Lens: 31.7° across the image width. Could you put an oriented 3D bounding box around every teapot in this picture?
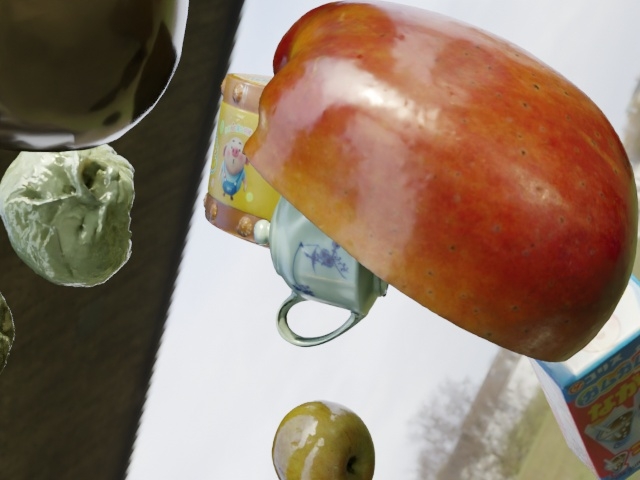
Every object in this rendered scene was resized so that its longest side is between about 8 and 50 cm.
[{"bbox_3d":[0.000,0.000,1.190,0.159,0.159,0.231,-19,-67,-67],"label":"teapot"}]

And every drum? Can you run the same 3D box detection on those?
[{"bbox_3d":[0.048,-0.103,1.607,0.431,0.431,0.214,-18,-60,-68],"label":"drum"}]

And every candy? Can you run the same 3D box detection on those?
[{"bbox_3d":[0.367,0.179,1.410,0.157,0.100,0.306,-34,-43,-2],"label":"candy"}]

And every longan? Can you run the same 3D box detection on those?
[{"bbox_3d":[-0.302,-0.269,1.125,0.336,0.404,0.404,-22,-33,-17],"label":"longan"}]

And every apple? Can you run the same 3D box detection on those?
[{"bbox_3d":[0.107,-0.061,1.033,0.295,0.365,0.329,-63,11,-17],"label":"apple"},{"bbox_3d":[0.003,0.358,1.888,0.182,0.155,0.182,-9,-79,-49],"label":"apple"}]

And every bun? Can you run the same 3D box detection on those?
[{"bbox_3d":[-0.322,-0.048,1.515,0.204,0.212,0.126,-35,8,-37],"label":"bun"}]

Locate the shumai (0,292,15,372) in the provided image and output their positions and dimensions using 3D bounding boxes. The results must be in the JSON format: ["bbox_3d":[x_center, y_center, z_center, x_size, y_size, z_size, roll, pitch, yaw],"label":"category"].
[{"bbox_3d":[-0.609,0.142,1.699,0.256,0.218,0.189,63,-151,-46],"label":"shumai"}]
